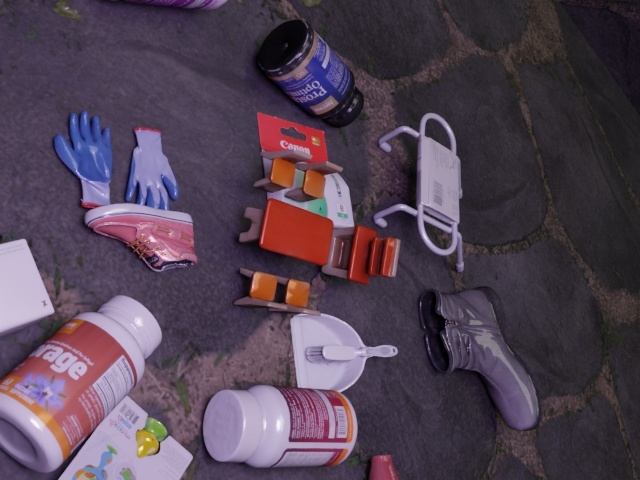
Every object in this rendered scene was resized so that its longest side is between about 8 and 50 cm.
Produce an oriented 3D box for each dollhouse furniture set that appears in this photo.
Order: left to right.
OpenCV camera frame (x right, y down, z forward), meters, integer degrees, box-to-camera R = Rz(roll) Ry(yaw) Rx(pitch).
[{"bbox_3d":[0.000,0.000,1.178,0.259,0.135,0.262,17,79,-43],"label":"dollhouse furniture set"}]

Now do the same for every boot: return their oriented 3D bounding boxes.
[{"bbox_3d":[0.325,0.261,1.482,0.223,0.118,0.338,-4,65,-43],"label":"boot"}]

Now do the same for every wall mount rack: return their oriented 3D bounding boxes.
[{"bbox_3d":[0.255,-0.092,1.545,0.304,0.130,0.350,26,56,-32],"label":"wall mount rack"}]

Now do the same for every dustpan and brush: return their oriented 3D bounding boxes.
[{"bbox_3d":[0.051,0.202,1.249,0.211,0.060,0.147,9,67,-43],"label":"dustpan and brush"}]

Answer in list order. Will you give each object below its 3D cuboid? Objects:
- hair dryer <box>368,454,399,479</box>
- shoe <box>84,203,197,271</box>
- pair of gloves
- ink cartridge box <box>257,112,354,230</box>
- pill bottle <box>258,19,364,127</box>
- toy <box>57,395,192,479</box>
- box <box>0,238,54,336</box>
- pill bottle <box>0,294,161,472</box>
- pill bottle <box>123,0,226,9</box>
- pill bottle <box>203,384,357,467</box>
[{"bbox_3d":[0.067,0.476,1.134,0.223,0.080,0.293,51,44,-16],"label":"hair dryer"},{"bbox_3d":[-0.257,-0.002,1.023,0.178,0.063,0.081,6,64,-48],"label":"shoe"},{"bbox_3d":[-0.305,-0.112,1.055,0.198,0.023,0.159,6,67,-45],"label":"pair of gloves"},{"bbox_3d":[-0.027,-0.132,1.324,0.181,0.056,0.224,9,69,-43],"label":"ink cartridge box"},{"bbox_3d":[-0.010,-0.315,1.354,0.219,0.123,0.122,36,49,-46],"label":"pill bottle"},{"bbox_3d":[-0.272,0.325,0.874,0.137,0.056,0.237,48,40,-14],"label":"toy"},{"bbox_3d":[-0.397,0.066,0.834,0.101,0.087,0.102,-20,88,-48],"label":"box"},{"bbox_3d":[-0.300,0.167,0.865,0.121,0.121,0.216,54,43,-14],"label":"pill bottle"},{"bbox_3d":[-0.286,-0.468,1.119,0.302,0.169,0.169,-15,84,-48],"label":"pill bottle"},{"bbox_3d":[-0.059,0.282,1.059,0.221,0.121,0.121,15,63,-41],"label":"pill bottle"}]
